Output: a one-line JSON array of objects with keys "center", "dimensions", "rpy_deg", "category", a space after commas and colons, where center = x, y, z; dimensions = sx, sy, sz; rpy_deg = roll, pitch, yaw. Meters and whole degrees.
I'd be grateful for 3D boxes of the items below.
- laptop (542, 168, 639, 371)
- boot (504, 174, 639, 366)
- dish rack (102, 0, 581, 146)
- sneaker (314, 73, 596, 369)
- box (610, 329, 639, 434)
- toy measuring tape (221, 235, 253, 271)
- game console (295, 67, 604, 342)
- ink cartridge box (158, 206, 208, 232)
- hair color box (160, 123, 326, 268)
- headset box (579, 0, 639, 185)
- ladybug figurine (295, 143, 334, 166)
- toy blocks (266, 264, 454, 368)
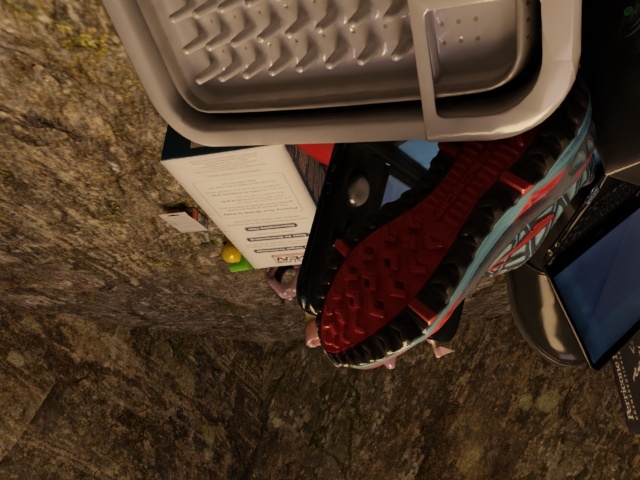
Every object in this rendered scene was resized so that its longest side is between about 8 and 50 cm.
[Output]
[{"center": [0.403, -0.006, 0.620], "dimensions": [0.234, 0.136, 0.264], "rpy_deg": [-30, 150, -26], "category": "laptop"}, {"center": [0.463, 0.037, 0.933], "dimensions": [0.146, 0.366, 0.445], "rpy_deg": [-18, 161, -3], "category": "boot"}, {"center": [-0.016, -0.202, 0.323], "dimensions": [0.333, 0.072, 0.285], "rpy_deg": [4, 131, 30], "category": "dish rack"}, {"center": [0.110, 0.008, 0.381], "dimensions": [0.262, 0.104, 0.125], "rpy_deg": [-47, 136, 12], "category": "sneaker"}, {"center": [0.679, 0.061, 0.806], "dimensions": [0.298, 0.479, 0.471], "rpy_deg": [-7, 162, 5], "category": "box"}, {"center": [-0.128, -0.007, 1.175], "dimensions": [0.122, 0.121, 0.330], "rpy_deg": [-11, -177, 25], "category": "toy measuring tape"}, {"center": [0.153, -0.017, 0.498], "dimensions": [0.173, 0.250, 0.293], "rpy_deg": [10, 173, 42], "category": "game console"}, {"center": [-0.289, -0.049, 1.081], "dimensions": [0.063, 0.029, 0.115], "rpy_deg": [-5, 161, 10], "category": "ink cartridge box"}, {"center": [-0.083, -0.076, 0.807], "dimensions": [0.174, 0.105, 0.347], "rpy_deg": [-5, 151, 13], "category": "hair color box"}, {"center": [0.310, -0.185, 0.329], "dimensions": [0.131, 0.282, 0.246], "rpy_deg": [9, 158, -30], "category": "headset box"}, {"center": [0.103, -0.161, 0.570], "dimensions": [0.450, 0.161, 0.305], "rpy_deg": [12, 157, -39], "category": "ladybug figurine"}, {"center": [0.086, 0.142, 1.034], "dimensions": [0.289, 0.259, 0.309], "rpy_deg": [-20, 150, 11], "category": "toy blocks"}]
